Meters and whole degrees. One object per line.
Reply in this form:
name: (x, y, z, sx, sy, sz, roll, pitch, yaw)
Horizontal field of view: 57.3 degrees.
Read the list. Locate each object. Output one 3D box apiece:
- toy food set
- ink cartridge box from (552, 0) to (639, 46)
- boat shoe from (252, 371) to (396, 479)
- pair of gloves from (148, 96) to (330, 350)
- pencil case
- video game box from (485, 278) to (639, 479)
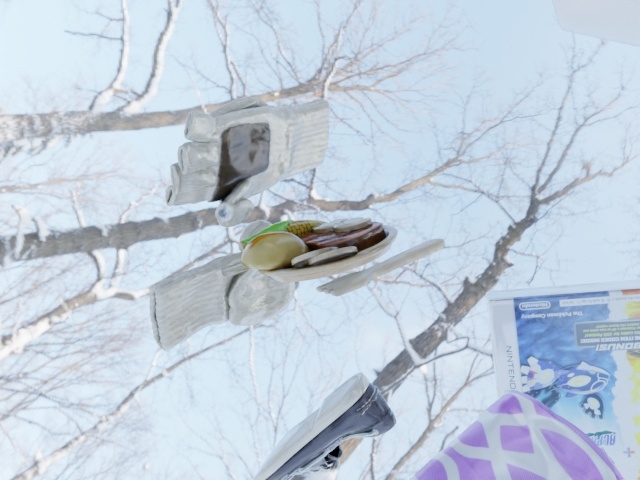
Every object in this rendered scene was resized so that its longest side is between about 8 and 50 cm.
toy food set: (0.000, 0.000, 0.491, 0.192, 0.132, 0.039, 3, -69, 56)
ink cartridge box: (0.383, -0.260, 0.406, 0.285, 0.395, 0.166, -29, -59, 0)
boat shoe: (-0.003, 0.225, 0.622, 0.065, 0.075, 0.206, 43, -66, 0)
pair of gloves: (-0.066, -0.016, 0.571, 0.042, 0.204, 0.240, 26, -64, 35)
pencil case: (0.059, 0.169, 0.286, 0.206, 0.086, 0.088, -40, -75, -8)
video game box: (0.272, 0.135, 0.562, 0.205, 0.048, 0.187, -7, -84, 15)
